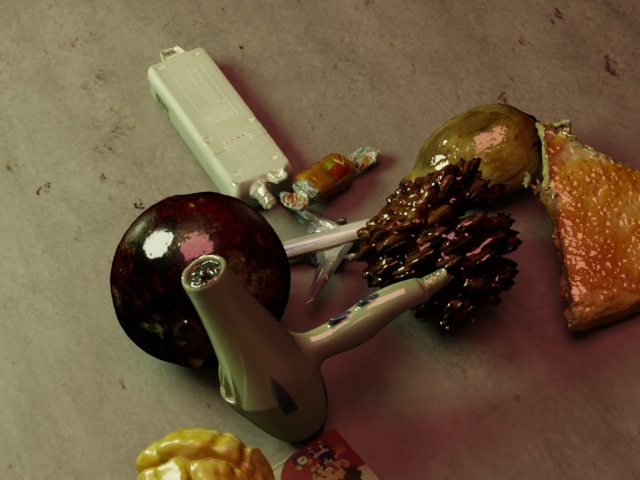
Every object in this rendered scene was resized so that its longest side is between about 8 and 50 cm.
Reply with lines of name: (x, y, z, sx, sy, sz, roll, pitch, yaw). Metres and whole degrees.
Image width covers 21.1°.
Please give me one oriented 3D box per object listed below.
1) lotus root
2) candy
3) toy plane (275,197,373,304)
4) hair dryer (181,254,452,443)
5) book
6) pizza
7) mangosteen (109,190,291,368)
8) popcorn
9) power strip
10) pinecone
lotus root: (0.207, -0.109, 2.332, 0.214, 0.138, 0.138, -27, 54, -4)
candy: (0.010, -0.084, 2.358, 0.053, 0.046, 0.182, 42, 51, 20)
toy plane: (-0.001, 0.003, 2.289, 0.226, 0.058, 0.226, -7, 40, -8)
hair dryer: (-0.032, 0.083, 2.025, 0.298, 0.296, 0.119, -48, 40, 11)
book: (0.018, 0.343, 2.040, 0.162, 0.022, 0.232, -30, 55, -19)
pizza: (0.375, -0.042, 2.266, 0.280, 0.075, 0.288, -22, 71, -20)
mangosteen: (-0.162, 0.028, 2.181, 0.231, 0.231, 0.289, -15, 37, -9)
popcorn: (-0.142, 0.334, 1.956, 0.203, 0.226, 0.200, -22, 28, 28)
power strip: (-0.139, -0.154, 2.418, 0.098, 0.058, 0.338, -23, 52, -17)
pinecone: (0.157, 0.014, 2.186, 0.221, 0.221, 0.221, -1, 51, 2)
